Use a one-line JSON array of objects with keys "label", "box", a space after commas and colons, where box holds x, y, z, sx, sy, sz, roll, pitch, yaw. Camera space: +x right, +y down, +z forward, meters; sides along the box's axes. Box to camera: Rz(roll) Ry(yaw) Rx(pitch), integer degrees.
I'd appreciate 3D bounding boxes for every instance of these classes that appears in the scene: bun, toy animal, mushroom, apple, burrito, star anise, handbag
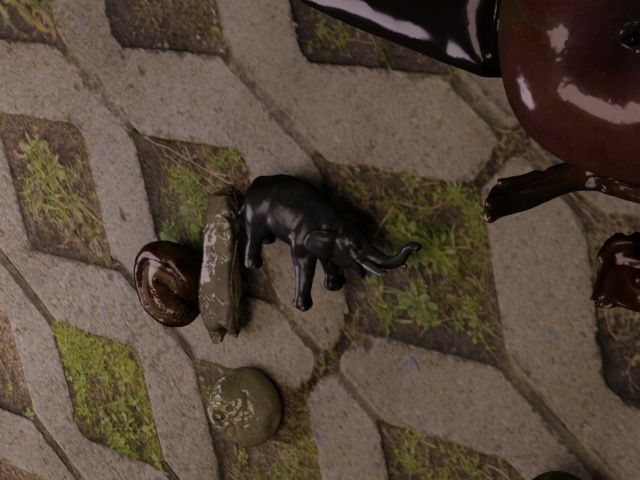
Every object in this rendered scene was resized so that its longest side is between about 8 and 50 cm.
[{"label": "bun", "box": [-0.108, 0.228, 1.678, 0.115, 0.069, 0.115, 19, 121, 34]}, {"label": "toy animal", "box": [0.001, 0.009, 1.464, 0.269, 0.082, 0.137, 28, 127, 32]}, {"label": "mushroom", "box": [-0.207, 0.058, 1.675, 0.127, 0.087, 0.127, 16, 119, 32]}, {"label": "apple", "box": [0.281, -0.193, 0.998, 0.306, 0.235, 0.305, 16, 118, 32]}, {"label": "burrito", "box": [-0.126, 0.041, 1.615, 0.063, 0.058, 0.229, 21, 121, 28]}, {"label": "star anise", "box": [0.307, 0.000, 1.104, 0.346, 0.237, 0.148, 13, 85, 32]}, {"label": "handbag", "box": [0.112, -0.308, 1.192, 0.285, 0.113, 0.257, 31, 122, 37]}]

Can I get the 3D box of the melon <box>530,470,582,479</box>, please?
[{"label": "melon", "box": [0.263, 0.334, 1.352, 0.114, 0.114, 0.167, 5, 112, 41]}]
